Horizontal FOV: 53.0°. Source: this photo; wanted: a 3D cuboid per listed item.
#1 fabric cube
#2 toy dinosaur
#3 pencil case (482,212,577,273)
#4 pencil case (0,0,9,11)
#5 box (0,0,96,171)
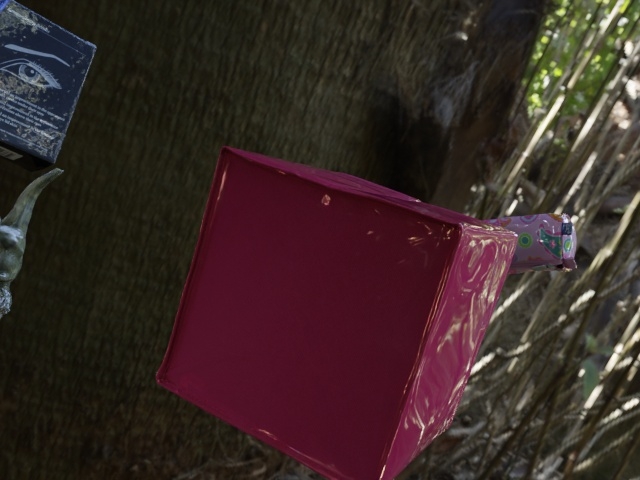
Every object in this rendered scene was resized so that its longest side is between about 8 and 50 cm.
[{"bbox_3d":[0.029,0.067,0.685,0.259,0.254,0.258,22,10,25],"label":"fabric cube"},{"bbox_3d":[-0.512,-0.007,1.013,0.118,0.268,0.064,22,-8,-36],"label":"toy dinosaur"},{"bbox_3d":[0.378,0.015,1.319,0.284,0.124,0.124,-4,-9,31],"label":"pencil case"},{"bbox_3d":[-0.491,-0.325,0.708,0.306,0.119,0.133,16,-1,19],"label":"pencil case"},{"bbox_3d":[-0.454,-0.230,0.965,0.153,0.207,0.108,27,-20,-38],"label":"box"}]
